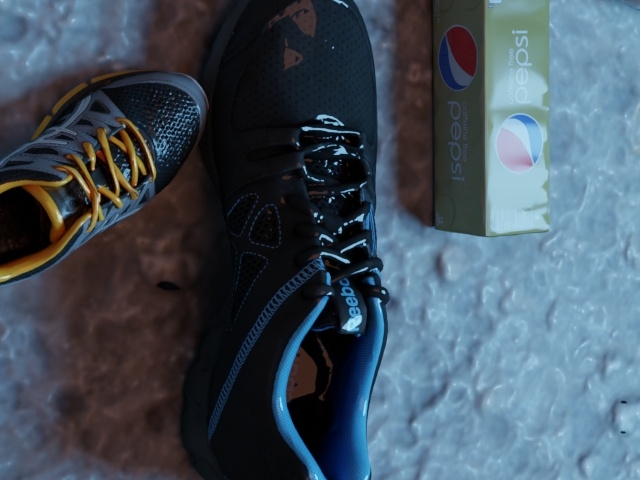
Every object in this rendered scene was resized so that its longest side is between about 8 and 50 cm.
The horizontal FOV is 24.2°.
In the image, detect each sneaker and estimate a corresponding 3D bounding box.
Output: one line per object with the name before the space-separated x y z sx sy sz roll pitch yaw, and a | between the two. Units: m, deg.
sneaker | 0.000 0.000 0.921 0.125 0.140 0.340 1 94 -30
sneaker | -0.145 -0.030 0.863 0.215 0.083 0.084 -38 112 -24

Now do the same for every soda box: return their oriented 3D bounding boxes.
soda box | 0.117 -0.095 1.027 0.058 0.061 0.181 -4 98 -31

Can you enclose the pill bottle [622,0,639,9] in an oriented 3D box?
pill bottle | 0.281 -0.193 1.114 0.116 0.065 0.065 9 91 -32
